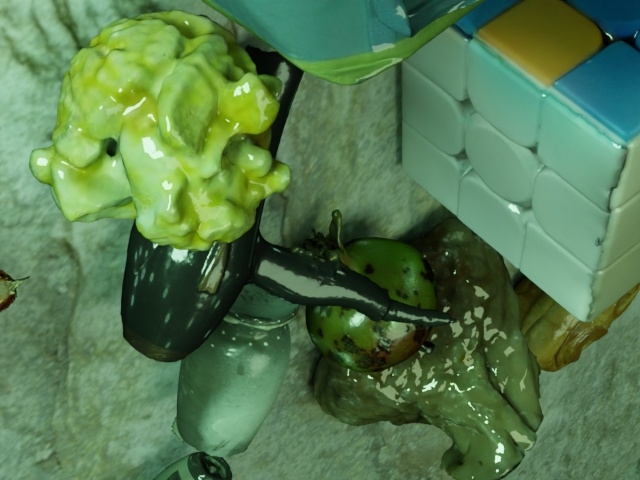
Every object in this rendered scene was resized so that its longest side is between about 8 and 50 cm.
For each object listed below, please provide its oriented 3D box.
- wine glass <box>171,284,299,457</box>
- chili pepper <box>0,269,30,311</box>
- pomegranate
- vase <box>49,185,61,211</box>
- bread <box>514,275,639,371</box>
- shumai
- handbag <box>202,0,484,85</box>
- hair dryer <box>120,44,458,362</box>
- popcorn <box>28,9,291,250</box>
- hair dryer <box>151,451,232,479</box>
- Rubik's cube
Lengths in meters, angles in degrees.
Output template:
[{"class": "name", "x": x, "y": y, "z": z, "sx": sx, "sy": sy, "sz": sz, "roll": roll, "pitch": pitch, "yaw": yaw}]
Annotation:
[{"class": "wine glass", "x": -0.089, "y": 0.126, "z": 1.480, "sx": 0.111, "sy": 0.111, "sz": 0.204, "roll": -21, "pitch": 139, "yaw": -41}, {"class": "chili pepper", "x": -0.320, "y": 0.073, "z": 1.176, "sx": 0.178, "sy": 0.027, "sz": 0.045, "roll": -37, "pitch": 147, "yaw": -20}, {"class": "pomegranate", "x": 0.047, "y": 0.058, "z": 1.551, "sx": 0.156, "sy": 0.156, "sz": 0.220, "roll": -46, "pitch": 148, "yaw": -3}, {"class": "vase", "x": -0.173, "y": -0.057, "z": 1.190, "sx": 0.101, "sy": 0.053, "sz": 0.053, "roll": -28, "pitch": 147, "yaw": -40}, {"class": "bread", "x": 0.369, "y": 0.082, "z": 2.063, "sx": 0.236, "sy": 0.120, "sz": 0.198, "roll": -50, "pitch": 154, "yaw": 5}, {"class": "shumai", "x": 0.171, "y": 0.152, "z": 1.728, "sx": 0.267, "sy": 0.262, "sz": 0.314, "roll": -8, "pitch": 132, "yaw": -52}, {"class": "handbag", "x": 0.027, "y": -0.280, "z": 1.004, "sx": 0.263, "sy": 0.222, "sz": 0.241, "roll": -35, "pitch": 145, "yaw": -19}, {"class": "hair dryer", "x": 0.000, "y": 0.000, "z": 1.343, "sx": 0.359, "sy": 0.120, "sz": 0.303, "roll": 19, "pitch": 102, "yaw": -30}, {"class": "popcorn", "x": -0.111, "y": -0.085, "z": 1.094, "sx": 0.167, "sy": 0.187, "sz": 0.185, "roll": -47, "pitch": 164, "yaw": -52}, {"class": "hair dryer", "x": -0.246, "y": 0.337, "z": 1.604, "sx": 0.267, "sy": 0.092, "sz": 0.229, "roll": -5, "pitch": 139, "yaw": -34}, {"class": "Rubik's cube", "x": 0.278, "y": -0.152, "z": 1.447, "sx": 0.292, "sy": 0.290, "sz": 0.291, "roll": -36, "pitch": 151, "yaw": -22}]
